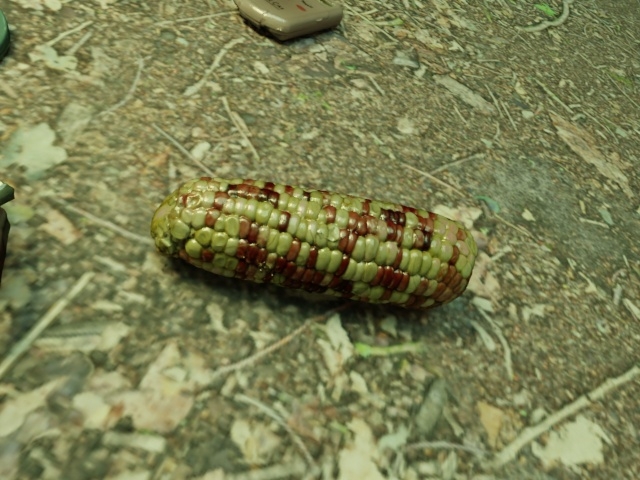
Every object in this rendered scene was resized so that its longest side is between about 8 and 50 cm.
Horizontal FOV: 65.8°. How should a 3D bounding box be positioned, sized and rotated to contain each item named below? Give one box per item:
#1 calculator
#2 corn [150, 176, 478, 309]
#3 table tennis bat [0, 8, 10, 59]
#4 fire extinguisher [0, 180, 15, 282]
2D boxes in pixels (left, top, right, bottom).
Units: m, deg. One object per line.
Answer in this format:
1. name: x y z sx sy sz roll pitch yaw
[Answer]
1. calculator: -0.041 -0.323 0.686 0.100 0.032 0.175 40 46 12
2. corn: 0.000 0.000 0.385 0.253 0.086 0.086 11 47 -15
3. table tennis bat: -0.394 -0.216 0.426 0.244 0.040 0.153 36 46 1
4. fire extinguisher: -0.283 -0.035 0.300 0.252 0.075 0.106 31 73 1
